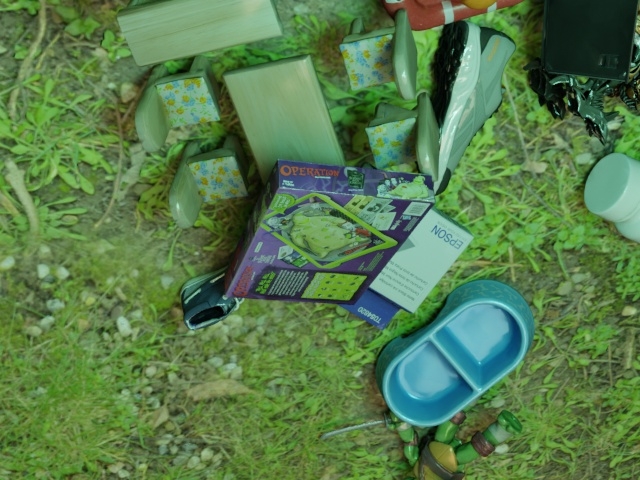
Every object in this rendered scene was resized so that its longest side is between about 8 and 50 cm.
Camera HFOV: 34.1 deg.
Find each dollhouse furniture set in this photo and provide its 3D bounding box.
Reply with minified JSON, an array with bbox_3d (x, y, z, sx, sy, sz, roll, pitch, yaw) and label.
[{"bbox_3d":[-0.069,-0.183,1.302,0.362,0.256,0.394,-9,127,15],"label":"dollhouse furniture set"}]

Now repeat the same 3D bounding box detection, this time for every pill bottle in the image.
[{"bbox_3d":[0.535,-0.051,1.640,0.229,0.131,0.131,21,117,-23],"label":"pill bottle"}]

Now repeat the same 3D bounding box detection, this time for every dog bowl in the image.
[{"bbox_3d":[0.223,0.195,1.735,0.297,0.074,0.166,-40,94,13],"label":"dog bowl"}]

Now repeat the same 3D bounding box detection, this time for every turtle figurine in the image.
[{"bbox_3d":[0.201,0.371,1.824,0.275,0.198,0.266,32,108,-31],"label":"turtle figurine"}]

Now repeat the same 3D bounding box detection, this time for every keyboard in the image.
[{"bbox_3d":[0.387,-0.353,1.311,0.202,0.033,0.317,12,121,23],"label":"keyboard"}]

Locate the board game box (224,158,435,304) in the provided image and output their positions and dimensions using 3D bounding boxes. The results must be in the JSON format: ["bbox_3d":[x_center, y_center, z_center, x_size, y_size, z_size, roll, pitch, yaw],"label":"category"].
[{"bbox_3d":[0.000,0.000,1.439,0.208,0.056,0.347,1,154,-18],"label":"board game box"}]

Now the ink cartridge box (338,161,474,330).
[{"bbox_3d":[0.091,0.023,1.635,0.223,0.045,0.224,30,105,-27],"label":"ink cartridge box"}]

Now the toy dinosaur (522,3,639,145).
[{"bbox_3d":[0.415,-0.269,1.489,0.218,0.164,0.322,-44,99,3],"label":"toy dinosaur"}]

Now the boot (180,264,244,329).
[{"bbox_3d":[-0.128,0.076,1.623,0.190,0.086,0.069,-27,124,7],"label":"boot"}]

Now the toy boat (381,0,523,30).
[{"bbox_3d":[0.191,-0.348,1.358,0.231,0.151,0.151,-16,125,0],"label":"toy boat"}]

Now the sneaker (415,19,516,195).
[{"bbox_3d":[0.208,-0.181,1.510,0.108,0.100,0.271,3,123,-20],"label":"sneaker"}]
